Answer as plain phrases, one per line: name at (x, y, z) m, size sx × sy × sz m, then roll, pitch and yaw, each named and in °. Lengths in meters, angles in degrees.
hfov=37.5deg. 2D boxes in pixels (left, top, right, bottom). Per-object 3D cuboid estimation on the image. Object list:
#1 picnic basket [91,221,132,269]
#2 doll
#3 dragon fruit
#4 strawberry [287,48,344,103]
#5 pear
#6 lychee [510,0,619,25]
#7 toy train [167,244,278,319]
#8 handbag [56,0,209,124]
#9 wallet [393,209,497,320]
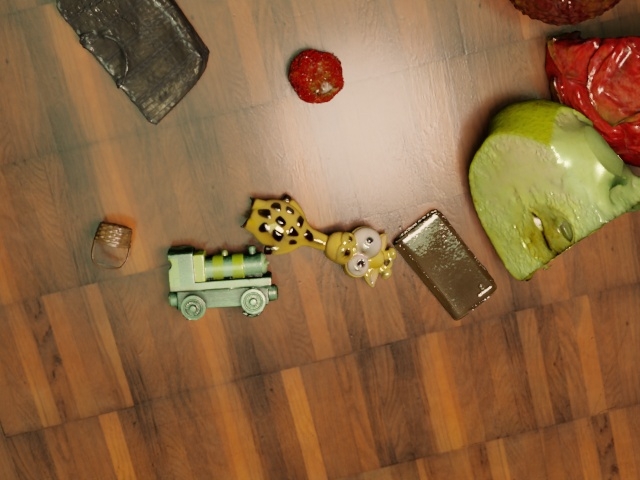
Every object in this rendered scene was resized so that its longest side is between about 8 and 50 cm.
picnic basket at (-0.375, 0.012, 1.688) m, size 0.072 × 0.072 × 0.083 m, roll 12°, pitch 92°, yaw -7°
doll at (0.000, 0.000, 1.707) m, size 0.291 × 0.086 × 0.117 m, roll 20°, pitch 83°, yaw -8°
dragon fruit at (0.545, -0.292, 1.598) m, size 0.302 × 0.330 × 0.240 m, roll 29°, pitch 77°, yaw -8°
strawberry at (-0.007, -0.284, 1.639) m, size 0.106 × 0.106 × 0.106 m, roll -1°, pitch 103°, yaw -4°
pear at (0.397, -0.112, 1.659) m, size 0.176 × 0.286 × 0.281 m, roll -31°, pitch 81°, yaw -36°
lychee at (0.407, -0.486, 1.555) m, size 0.261 × 0.260 × 0.260 m, roll -1°, pitch 103°, yaw -4°
toy train at (-0.179, 0.073, 1.712) m, size 0.200 × 0.083 × 0.132 m, roll -5°, pitch 100°, yaw -4°
handbag at (-0.312, -0.346, 1.615) m, size 0.175 × 0.088 × 0.270 m, roll -34°, pitch 103°, yaw 12°
wallet at (0.236, 0.046, 1.762) m, size 0.110 × 0.031 × 0.198 m, roll -38°, pitch 103°, yaw 4°
